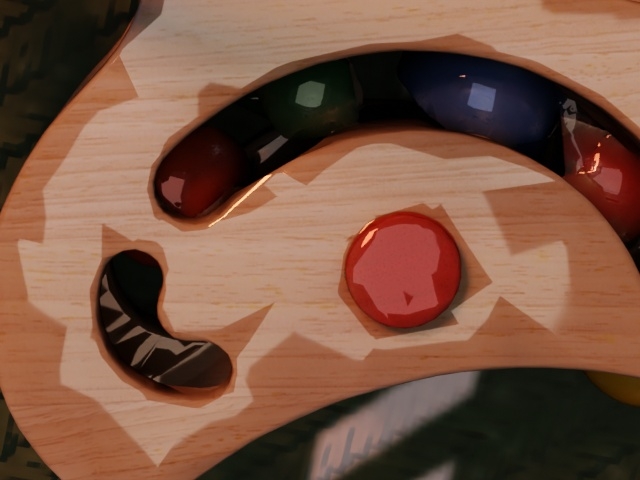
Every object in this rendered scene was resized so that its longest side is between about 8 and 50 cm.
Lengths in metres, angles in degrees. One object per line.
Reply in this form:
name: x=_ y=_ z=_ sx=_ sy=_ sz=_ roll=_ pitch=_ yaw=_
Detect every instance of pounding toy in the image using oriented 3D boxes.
pounding toy: x=0.000 y=0.000 z=0.391 sx=0.269 sy=0.155 sz=0.154 roll=12 pitch=99 yaw=-7
